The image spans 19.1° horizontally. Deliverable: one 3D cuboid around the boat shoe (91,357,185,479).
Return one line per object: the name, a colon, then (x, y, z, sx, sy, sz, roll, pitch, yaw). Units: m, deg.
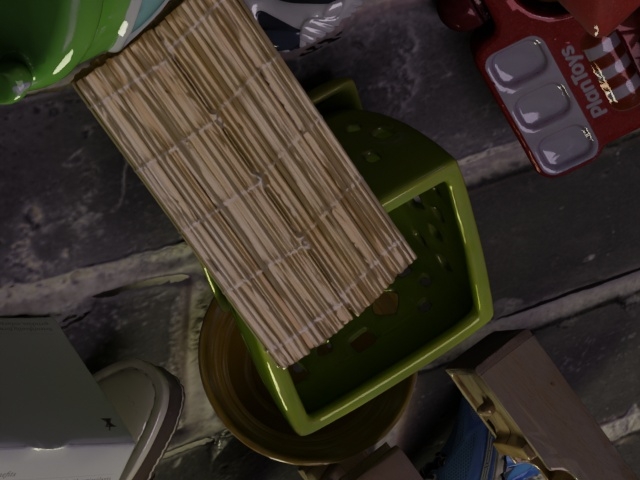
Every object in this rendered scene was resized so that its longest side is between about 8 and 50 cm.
boat shoe: (-0.222, 0.243, 1.860, 0.097, 0.116, 0.324, 10, 122, -48)

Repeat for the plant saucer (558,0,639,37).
plant saucer: (0.245, -0.351, 1.612, 0.259, 0.258, 0.048, -43, 180, 1)

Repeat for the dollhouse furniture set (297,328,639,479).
dollhouse furniture set: (0.114, 0.309, 1.935, 0.394, 0.256, 0.362, -37, -179, -9)

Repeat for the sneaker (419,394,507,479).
sneaker: (0.115, 0.314, 2.158, 0.130, 0.147, 0.330, 39, 73, -88)

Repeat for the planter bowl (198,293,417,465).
planter bowl: (-0.017, 0.120, 1.890, 0.217, 0.217, 0.090, -30, 173, -13)

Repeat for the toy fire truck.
toy fire truck: (0.252, -0.218, 1.778, 0.254, 0.169, 0.302, -27, 123, 12)

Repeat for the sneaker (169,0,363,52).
sneaker: (-0.077, -0.226, 1.533, 0.235, 0.094, 0.153, -14, 139, 28)

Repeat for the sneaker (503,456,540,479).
sneaker: (0.209, 0.254, 2.252, 0.209, 0.069, 0.082, -28, 107, -4)

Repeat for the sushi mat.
sushi mat: (-0.056, -0.053, 1.543, 0.151, 0.019, 0.316, -39, 115, -9)

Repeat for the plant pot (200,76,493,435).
plant pot: (0.000, 0.000, 1.744, 0.227, 0.207, 0.228, -30, 139, -12)

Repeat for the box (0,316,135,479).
box: (-0.293, 0.166, 1.681, 0.181, 0.182, 0.119, 2, 125, -39)

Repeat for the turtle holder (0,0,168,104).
turtle holder: (-0.192, -0.222, 1.380, 0.227, 0.243, 0.320, -33, 133, -36)
